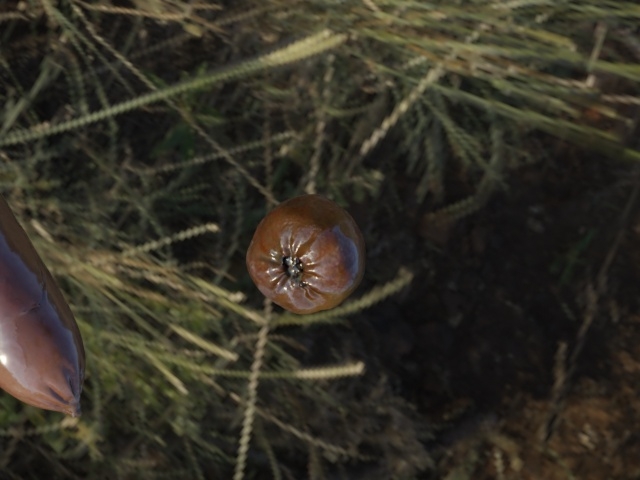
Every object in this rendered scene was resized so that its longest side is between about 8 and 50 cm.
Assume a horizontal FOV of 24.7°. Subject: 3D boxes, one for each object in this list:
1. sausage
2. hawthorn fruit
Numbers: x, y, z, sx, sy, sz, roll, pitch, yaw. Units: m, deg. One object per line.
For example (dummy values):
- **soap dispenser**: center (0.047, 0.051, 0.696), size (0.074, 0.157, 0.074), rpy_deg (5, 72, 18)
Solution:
- **sausage**: center (-0.284, -0.060, 0.984), size (0.088, 0.088, 0.433), rpy_deg (-34, 82, -21)
- **hawthorn fruit**: center (0.000, 0.000, 0.816), size (0.103, 0.066, 0.067), rpy_deg (-51, 145, -61)
